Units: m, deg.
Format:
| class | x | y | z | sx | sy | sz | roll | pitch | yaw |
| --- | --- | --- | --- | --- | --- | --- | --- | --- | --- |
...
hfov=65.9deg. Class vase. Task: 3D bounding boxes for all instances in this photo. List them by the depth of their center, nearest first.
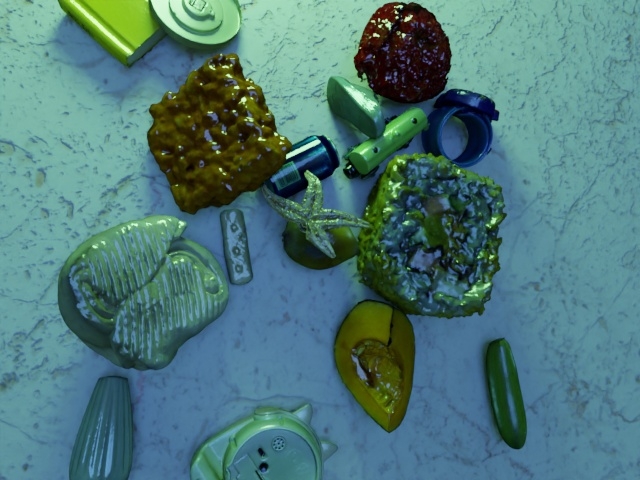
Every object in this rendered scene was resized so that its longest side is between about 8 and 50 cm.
| class | x | y | z | sx | sy | sz | roll | pitch | yaw |
| --- | --- | --- | --- | --- | --- | --- | --- | --- | --- |
| vase | -0.478 | 0.429 | 1.100 | 0.128 | 0.128 | 0.247 | 5 | 75 | -11 |

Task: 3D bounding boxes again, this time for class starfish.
| class | x | y | z | sx | sy | sz | roll | pitch | yaw |
| --- | --- | --- | --- | --- | --- | --- | --- | --- | --- |
| starfish | -0.015 | -0.076 | 1.146 | 0.247 | 0.050 | 0.138 | 44 | 71 | 6 |

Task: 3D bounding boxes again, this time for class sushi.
| class | x | y | z | sx | sy | sz | roll | pitch | yaw |
| --- | --- | --- | --- | --- | --- | --- | --- | --- | --- |
| sushi | 0.282 | -0.002 | 1.239 | 0.352 | 0.240 | 0.396 | 16 | 78 | -9 |

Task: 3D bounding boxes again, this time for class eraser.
| class | x | y | z | sx | sy | sz | roll | pitch | yaw |
| --- | --- | --- | --- | --- | --- | --- | --- | --- | --- |
| eraser | -0.505 | -0.556 | 1.216 | 0.226 | 0.069 | 0.158 | 43 | 76 | -5 |

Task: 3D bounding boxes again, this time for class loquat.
| class | x | y | z | sx | sy | sz | roll | pitch | yaw |
| --- | --- | --- | --- | --- | --- | --- | --- | --- | --- |
| loquat | 0.000 | 0.000 | 1.224 | 0.195 | 0.152 | 0.152 | 10 | 82 | -9 |

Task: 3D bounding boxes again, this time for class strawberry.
| class | x | y | z | sx | sy | sz | roll | pitch | yaw |
| --- | --- | --- | --- | --- | --- | --- | --- | --- | --- |
| strawberry | 0.223 | -0.488 | 1.271 | 0.274 | 0.220 | 0.274 | 8 | 70 | -21 |

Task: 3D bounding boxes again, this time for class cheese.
| class | x | y | z | sx | sy | sz | roll | pitch | yaw |
| --- | --- | --- | --- | --- | --- | --- | --- | --- | --- |
| cheese | -0.212 | 0.016 | 1.236 | 0.065 | 0.043 | 0.193 | -10 | 88 | -8 |

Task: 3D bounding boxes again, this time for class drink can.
| class | x | y | z | sx | sy | sz | roll | pitch | yaw |
| --- | --- | --- | --- | --- | --- | --- | --- | --- | --- |
| drink can | -0.058 | -0.184 | 1.249 | 0.205 | 0.118 | 0.118 | -27 | 90 | -13 |

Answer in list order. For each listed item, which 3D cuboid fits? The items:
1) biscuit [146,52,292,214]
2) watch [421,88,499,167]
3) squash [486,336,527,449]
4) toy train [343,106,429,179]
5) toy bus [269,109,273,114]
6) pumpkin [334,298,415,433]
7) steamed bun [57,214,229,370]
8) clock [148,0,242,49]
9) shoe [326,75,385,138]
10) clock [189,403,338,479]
| class | x | y | z | sx | sy | sz | roll | pitch | yaw |
| --- | --- | --- | --- | --- | --- | --- | --- | --- | --- |
| biscuit | -0.255 | -0.241 | 1.167 | 0.318 | 0.110 | 0.312 | -29 | 82 | 18 |
| watch | 0.380 | -0.297 | 1.340 | 0.196 | 0.171 | 0.200 | 19 | 96 | -11 |
| squash | 0.496 | 0.406 | 1.323 | 0.082 | 0.082 | 0.292 | -8 | 85 | -12 |
| toy train | 0.171 | -0.254 | 1.282 | 0.253 | 0.157 | 0.105 | -39 | 96 | -15 |
| toy bus | -0.195 | -0.350 | 1.258 | 0.162 | 0.074 | 0.069 | 40 | 77 | -4 |
| pumpkin | 0.141 | 0.303 | 1.258 | 0.148 | 0.169 | 0.312 | 7 | 85 | -53 |
| steamed bun | -0.407 | 0.111 | 1.104 | 0.309 | 0.219 | 0.324 | 54 | 52 | -17 |
| clock | -0.311 | -0.591 | 1.245 | 0.235 | 0.029 | 0.234 | 9 | 71 | -26 |
| shoe | 0.105 | -0.349 | 1.260 | 0.100 | 0.103 | 0.251 | -21 | 49 | -19 |
| clock | -0.121 | 0.537 | 1.168 | 0.324 | 0.108 | 0.265 | -33 | 91 | -13 |
